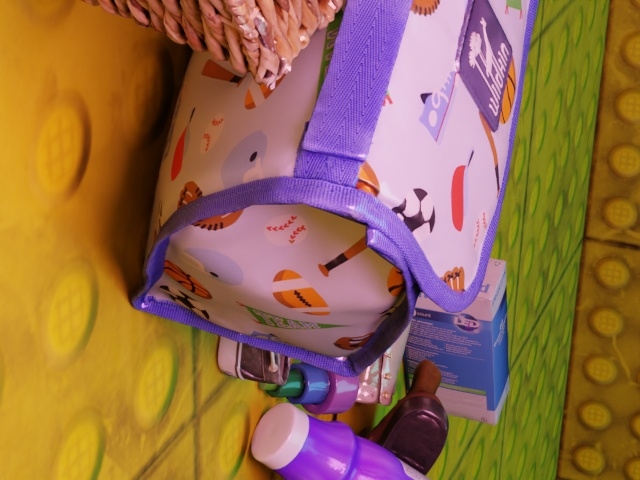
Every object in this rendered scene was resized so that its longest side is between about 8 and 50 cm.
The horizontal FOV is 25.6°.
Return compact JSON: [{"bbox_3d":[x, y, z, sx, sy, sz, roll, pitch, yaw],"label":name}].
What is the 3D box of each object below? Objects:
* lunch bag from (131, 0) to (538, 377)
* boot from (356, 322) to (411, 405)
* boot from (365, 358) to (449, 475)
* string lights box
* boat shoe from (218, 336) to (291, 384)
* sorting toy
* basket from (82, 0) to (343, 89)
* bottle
[{"bbox_3d":[0.021,-0.104,1.009,0.385,0.238,0.328,117,-12,-70],"label":"lunch bag"},{"bbox_3d":[0.064,0.109,1.650,0.213,0.077,0.165,49,55,-74],"label":"boot"},{"bbox_3d":[0.059,0.274,1.722,0.264,0.096,0.280,-60,-179,6],"label":"boot"},{"bbox_3d":[0.183,0.131,1.916,0.260,0.133,0.077,82,27,-44],"label":"string lights box"},{"bbox_3d":[-0.042,0.025,1.314,0.078,0.070,0.219,-18,117,-69],"label":"boat shoe"},{"bbox_3d":[0.000,0.000,1.426,0.126,0.127,0.366,4,100,-42],"label":"sorting toy"},{"bbox_3d":[-0.086,-0.268,0.733,0.213,0.223,0.299,-54,152,-19],"label":"basket"},{"bbox_3d":[0.051,0.263,1.480,0.283,0.118,0.092,36,76,-29],"label":"bottle"}]
